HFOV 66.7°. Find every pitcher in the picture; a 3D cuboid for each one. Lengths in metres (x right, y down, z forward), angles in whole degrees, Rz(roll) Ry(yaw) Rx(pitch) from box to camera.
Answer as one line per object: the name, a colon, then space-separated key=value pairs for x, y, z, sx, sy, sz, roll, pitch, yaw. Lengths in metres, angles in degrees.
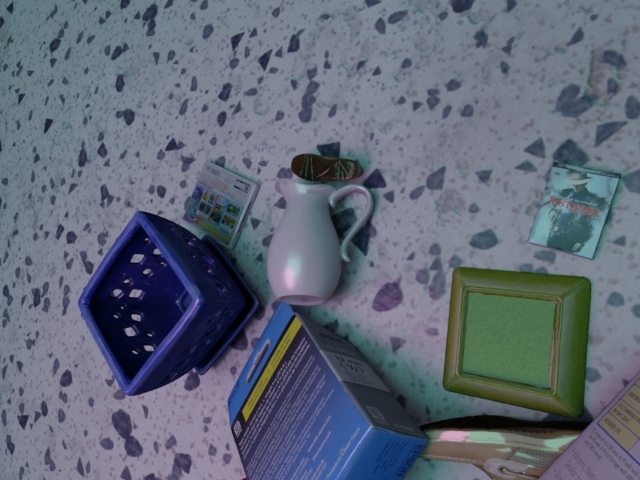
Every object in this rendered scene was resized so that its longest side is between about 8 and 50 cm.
pitcher: x=0.000 y=0.000 z=0.822 sx=0.177 sy=0.125 sz=0.207 roll=-2 pitch=70 yaw=16

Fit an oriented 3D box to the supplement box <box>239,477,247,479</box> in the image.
supplement box: x=-0.077 y=0.501 z=0.789 sx=0.220 sy=0.114 sz=0.111 roll=23 pitch=96 yaw=33

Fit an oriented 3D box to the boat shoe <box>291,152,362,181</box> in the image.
boat shoe: x=0.011 y=-0.126 z=0.867 sx=0.135 sy=0.045 sz=0.050 roll=14 pitch=98 yaw=28

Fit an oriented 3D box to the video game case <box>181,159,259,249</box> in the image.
video game case: x=-0.210 y=-0.076 z=1.010 sx=0.157 sy=0.019 sz=0.143 roll=27 pitch=97 yaw=31

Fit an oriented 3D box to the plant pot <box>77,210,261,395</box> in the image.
plant pot: x=-0.263 y=0.115 z=0.900 sx=0.236 sy=0.212 sz=0.236 roll=-51 pitch=61 yaw=14

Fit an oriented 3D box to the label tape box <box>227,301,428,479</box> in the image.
label tape box: x=-0.021 y=0.281 z=0.768 sx=0.249 sy=0.115 sz=0.348 roll=-61 pitch=29 yaw=9

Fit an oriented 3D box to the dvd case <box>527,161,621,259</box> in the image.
dvd case: x=0.347 y=-0.042 z=0.669 sx=0.087 sy=0.013 sz=0.120 roll=20 pitch=92 yaw=32

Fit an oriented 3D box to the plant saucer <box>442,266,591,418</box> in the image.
plant saucer: x=0.263 y=0.135 z=0.675 sx=0.188 sy=0.045 sz=0.188 roll=4 pitch=85 yaw=31

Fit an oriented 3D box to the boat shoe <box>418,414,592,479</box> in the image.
boat shoe: x=0.257 y=0.284 z=0.623 sx=0.302 sy=0.109 sz=0.098 roll=-7 pitch=78 yaw=25

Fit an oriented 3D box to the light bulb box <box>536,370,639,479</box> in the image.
light bulb box: x=0.355 y=0.281 z=0.363 sx=0.225 sy=0.358 sz=0.361 roll=40 pitch=97 yaw=4
